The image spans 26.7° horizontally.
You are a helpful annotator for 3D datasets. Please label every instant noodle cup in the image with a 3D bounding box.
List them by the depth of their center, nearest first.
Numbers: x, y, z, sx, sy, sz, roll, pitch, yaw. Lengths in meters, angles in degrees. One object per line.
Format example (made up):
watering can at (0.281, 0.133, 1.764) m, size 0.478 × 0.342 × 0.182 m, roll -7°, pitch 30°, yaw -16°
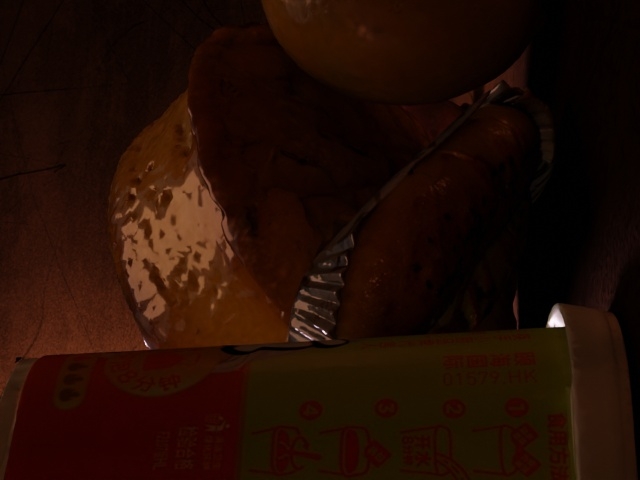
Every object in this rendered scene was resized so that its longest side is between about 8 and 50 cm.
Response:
instant noodle cup at (-0.007, 0.174, 0.702) m, size 0.294 × 0.308 × 0.294 m, roll 2°, pitch -90°, yaw -87°

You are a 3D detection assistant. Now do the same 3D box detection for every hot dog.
hot dog at (0.075, 0.009, 0.862) m, size 0.270 × 0.082 × 0.162 m, roll -44°, pitch -27°, yaw -40°

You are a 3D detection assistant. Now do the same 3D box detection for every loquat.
loquat at (0.062, -0.215, 1.015) m, size 0.244 × 0.244 × 0.244 m, roll 1°, pitch -90°, yaw -87°

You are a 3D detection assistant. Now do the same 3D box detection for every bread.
bread at (0.000, 0.000, 1.130) m, size 0.398 × 0.215 × 0.398 m, roll 38°, pitch -150°, yaw -27°

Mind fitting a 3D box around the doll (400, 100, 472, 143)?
doll at (0.138, -0.079, 1.875) m, size 0.256 × 0.152 × 0.196 m, roll 82°, pitch -158°, yaw -48°
